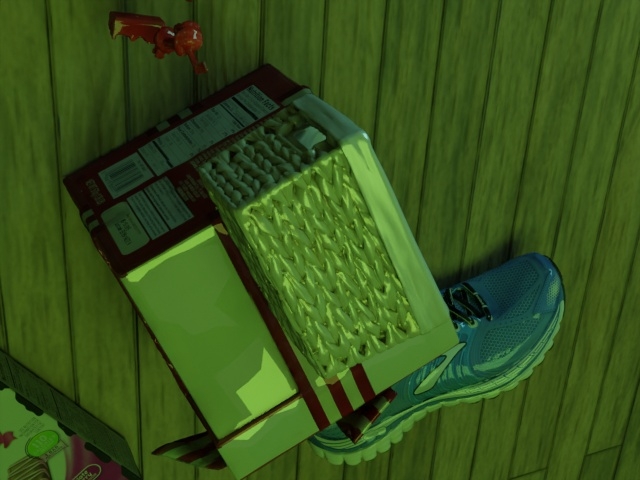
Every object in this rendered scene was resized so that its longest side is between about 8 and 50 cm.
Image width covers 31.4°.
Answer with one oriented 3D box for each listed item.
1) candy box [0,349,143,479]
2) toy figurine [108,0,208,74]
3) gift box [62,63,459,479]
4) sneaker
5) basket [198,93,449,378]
[{"bbox_3d":[-0.305,0.211,1.087,0.159,0.071,0.233,-41,130,2],"label":"candy box"},{"bbox_3d":[-0.170,-0.301,0.754,0.217,0.191,0.362,2,118,-24],"label":"toy figurine"},{"bbox_3d":[-0.070,0.036,0.994,0.276,0.255,0.258,-29,121,-4],"label":"gift box"},{"bbox_3d":[0.115,0.107,1.214,0.330,0.130,0.147,-32,133,-7],"label":"sneaker"},{"bbox_3d":[0.000,0.000,0.800,0.103,0.113,0.167,-32,119,-8],"label":"basket"}]
